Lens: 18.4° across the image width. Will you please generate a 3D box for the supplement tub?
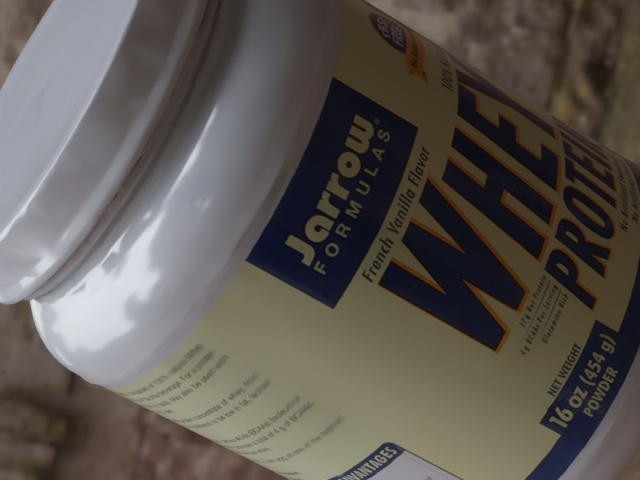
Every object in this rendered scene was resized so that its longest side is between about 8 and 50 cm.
[{"bbox_3d":[0.000,0.000,1.004,0.235,0.325,0.235,-48,24,30],"label":"supplement tub"}]
